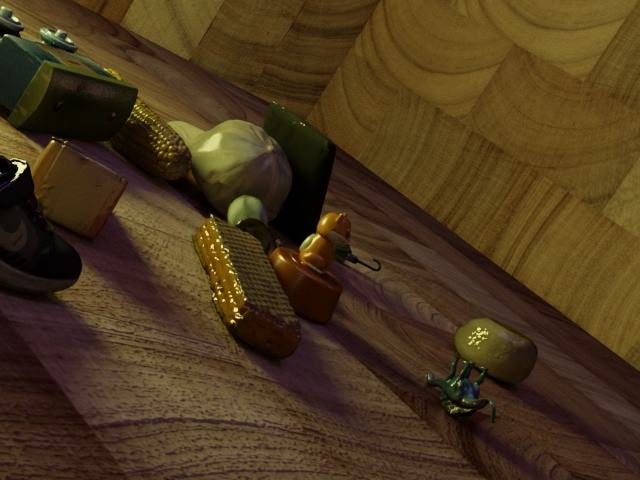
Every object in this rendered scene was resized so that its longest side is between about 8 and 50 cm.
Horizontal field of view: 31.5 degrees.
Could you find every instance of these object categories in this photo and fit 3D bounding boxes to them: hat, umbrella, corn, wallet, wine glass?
[{"bbox_3d":[-0.166,-0.144,2.011,0.232,0.161,0.275,28,6,-47],"label":"hat"},{"bbox_3d":[-0.001,0.004,2.174,0.269,0.044,0.044,24,49,-13],"label":"umbrella"},{"bbox_3d":[-0.316,-0.196,1.938,0.291,0.101,0.101,41,12,32],"label":"corn"},{"bbox_3d":[-0.051,-0.121,2.055,0.168,0.245,0.052,40,47,25],"label":"wallet"},{"bbox_3d":[-0.115,-0.021,1.799,0.072,0.072,0.155,30,10,-13],"label":"wine glass"}]

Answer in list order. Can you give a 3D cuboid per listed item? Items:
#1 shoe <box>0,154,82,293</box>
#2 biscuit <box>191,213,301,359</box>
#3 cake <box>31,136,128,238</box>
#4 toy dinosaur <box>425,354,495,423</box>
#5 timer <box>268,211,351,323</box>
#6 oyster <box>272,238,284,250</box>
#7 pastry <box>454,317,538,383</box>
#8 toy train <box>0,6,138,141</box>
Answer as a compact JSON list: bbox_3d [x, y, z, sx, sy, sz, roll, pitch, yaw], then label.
[{"bbox_3d":[-0.311,-0.031,1.064,0.227,0.112,0.099,24,11,-36],"label":"shoe"},{"bbox_3d":[-0.101,0.053,1.499,0.094,0.054,0.379,30,10,-19],"label":"biscuit"},{"bbox_3d":[-0.315,-0.059,1.423,0.109,0.090,0.225,28,-8,-14],"label":"cake"},{"bbox_3d":[0.203,0.211,1.616,0.045,0.080,0.197,22,1,-25],"label":"toy dinosaur"},{"bbox_3d":[-0.004,0.025,1.663,0.132,0.152,0.132,32,9,-6],"label":"timer"},{"bbox_3d":[-0.037,0.037,1.826,0.121,0.045,0.146,21,7,-39],"label":"oyster"},{"bbox_3d":[0.318,0.195,2.053,0.156,0.092,0.156,30,2,-1],"label":"pastry"},{"bbox_3d":[-0.432,-0.261,1.783,0.202,0.131,0.299,37,12,16],"label":"toy train"}]
